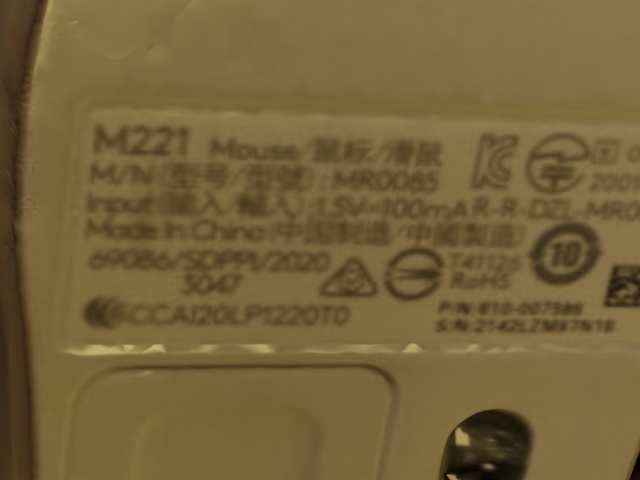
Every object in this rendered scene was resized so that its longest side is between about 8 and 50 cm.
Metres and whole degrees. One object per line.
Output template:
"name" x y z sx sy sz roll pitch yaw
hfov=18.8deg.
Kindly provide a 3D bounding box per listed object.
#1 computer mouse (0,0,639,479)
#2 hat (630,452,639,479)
"computer mouse" 0.000 0.000 0.446 0.184 0.121 0.296 -2 119 -11
"hat" 0.147 0.090 0.567 0.205 0.089 0.205 -10 124 -16
